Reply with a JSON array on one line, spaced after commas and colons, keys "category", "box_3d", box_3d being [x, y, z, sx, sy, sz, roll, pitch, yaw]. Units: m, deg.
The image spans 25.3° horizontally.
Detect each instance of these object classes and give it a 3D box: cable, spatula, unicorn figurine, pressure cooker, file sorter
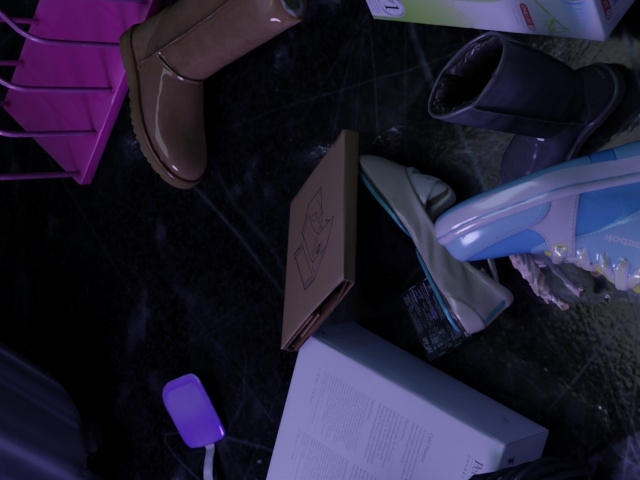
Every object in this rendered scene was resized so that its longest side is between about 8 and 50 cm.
[{"category": "cable", "box_3d": [0.215, 0.303, 1.442, 0.047, 0.151, 0.184, -132, 23, -70]}, {"category": "spatula", "box_3d": [-0.136, 0.317, 1.811, 0.084, 0.030, 0.296, -23, 79, 41]}, {"category": "unicorn figurine", "box_3d": [0.222, 0.015, 1.424, 0.111, 0.162, 0.060, 42, 97, 12]}, {"category": "pressure cooker", "box_3d": [-0.496, 0.299, 1.886, 0.376, 0.420, 0.369, -34, 61, 3]}, {"category": "file sorter", "box_3d": [-0.380, -0.245, 1.866, 0.202, 0.182, 0.290, 42, 120, 31]}]

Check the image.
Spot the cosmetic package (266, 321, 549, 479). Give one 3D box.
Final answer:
[{"category": "cosmetic package", "box_3d": [0.068, 0.320, 1.588, 0.284, 0.097, 0.377, 29, 113, 37]}]

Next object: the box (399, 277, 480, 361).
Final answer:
[{"category": "box", "box_3d": [0.130, 0.082, 1.559, 0.067, 0.018, 0.083, -37, 71, 38]}]

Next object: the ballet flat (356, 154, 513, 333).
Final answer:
[{"category": "ballet flat", "box_3d": [0.126, -0.013, 1.520, 0.086, 0.086, 0.248, -50, 58, 33]}]

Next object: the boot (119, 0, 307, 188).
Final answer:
[{"category": "boot", "box_3d": [-0.121, -0.217, 1.706, 0.270, 0.089, 0.236, -27, 78, 38]}]

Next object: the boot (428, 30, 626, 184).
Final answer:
[{"category": "boot", "box_3d": [0.181, -0.114, 1.367, 0.076, 0.209, 0.189, 49, 123, 28]}]

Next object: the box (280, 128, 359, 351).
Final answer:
[{"category": "box", "box_3d": [0.000, 0.000, 1.572, 0.164, 0.021, 0.201, 127, 152, -50]}]

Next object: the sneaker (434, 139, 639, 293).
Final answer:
[{"category": "sneaker", "box_3d": [0.275, 0.021, 1.293, 0.319, 0.127, 0.208, -15, 88, 12]}]

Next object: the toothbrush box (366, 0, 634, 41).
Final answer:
[{"category": "toothbrush box", "box_3d": [0.154, -0.317, 1.365, 0.283, 0.122, 0.206, 13, 143, 39]}]
